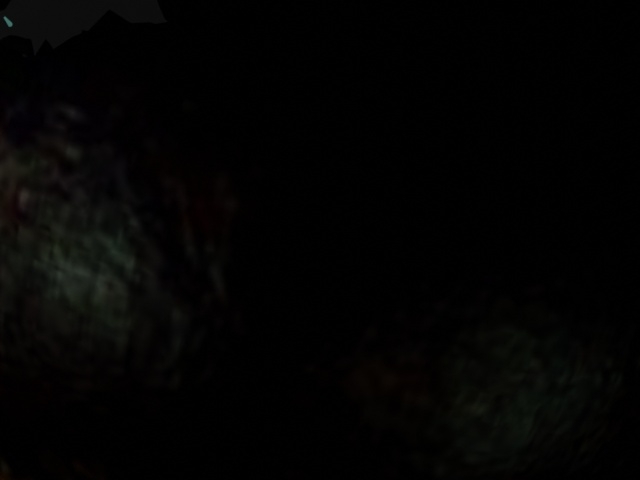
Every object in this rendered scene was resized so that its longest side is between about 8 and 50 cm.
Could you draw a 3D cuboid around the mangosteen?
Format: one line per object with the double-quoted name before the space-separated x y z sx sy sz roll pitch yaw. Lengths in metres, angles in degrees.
"mangosteen" 0.000 0.000 0.633 0.382 0.382 0.435 -123 36 -70
